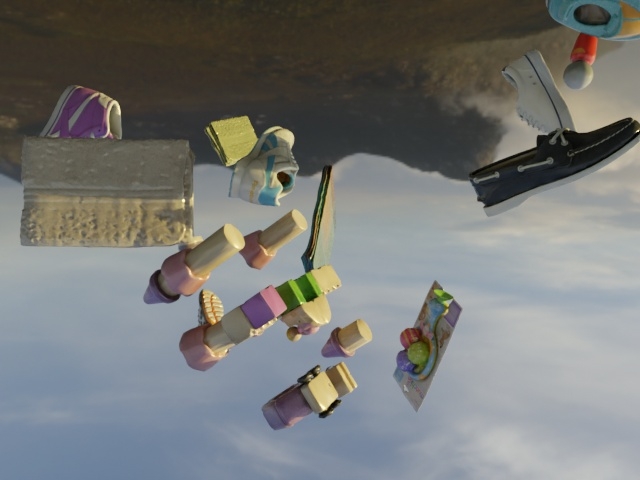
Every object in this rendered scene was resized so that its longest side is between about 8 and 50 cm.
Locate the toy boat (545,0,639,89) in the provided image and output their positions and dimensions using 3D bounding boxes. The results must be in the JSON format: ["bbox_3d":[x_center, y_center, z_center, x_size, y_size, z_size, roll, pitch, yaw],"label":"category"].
[{"bbox_3d":[0.620,-0.471,1.423,0.267,0.148,0.318,17,163,11],"label":"toy boat"}]

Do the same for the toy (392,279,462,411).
[{"bbox_3d":[0.197,0.207,1.299,0.056,0.237,0.137,18,-165,-20],"label":"toy"}]

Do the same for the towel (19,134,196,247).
[{"bbox_3d":[-0.353,-0.081,1.073,0.282,0.187,0.049,1,180,-8],"label":"towel"}]

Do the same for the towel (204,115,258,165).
[{"bbox_3d":[-0.203,-0.238,1.514,0.027,0.110,0.148,-22,-174,39],"label":"towel"}]

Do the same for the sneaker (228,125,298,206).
[{"bbox_3d":[-0.082,-0.126,1.123,0.092,0.087,0.229,19,-144,5],"label":"sneaker"}]

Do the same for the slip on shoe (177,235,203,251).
[{"bbox_3d":[-0.257,0.022,1.274,0.051,0.041,0.135,-13,172,-18],"label":"slip on shoe"}]

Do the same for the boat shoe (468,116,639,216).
[{"bbox_3d":[0.388,-0.137,1.088,0.302,0.091,0.114,-29,-175,35],"label":"boat shoe"}]

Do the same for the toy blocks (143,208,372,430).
[{"bbox_3d":[-0.113,0.148,1.023,0.260,0.309,0.288,-34,174,23],"label":"toy blocks"}]

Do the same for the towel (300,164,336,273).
[{"bbox_3d":[0.000,0.000,1.839,0.040,0.271,0.370,5,-132,8],"label":"towel"}]

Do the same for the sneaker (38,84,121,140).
[{"bbox_3d":[-0.552,-0.209,1.465,0.161,0.282,0.102,20,178,14],"label":"sneaker"}]

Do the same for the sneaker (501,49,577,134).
[{"bbox_3d":[0.452,-0.265,1.313,0.091,0.258,0.094,-25,154,18],"label":"sneaker"}]

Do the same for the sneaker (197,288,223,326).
[{"bbox_3d":[-0.342,0.251,1.951,0.083,0.215,0.084,-27,156,28],"label":"sneaker"}]
